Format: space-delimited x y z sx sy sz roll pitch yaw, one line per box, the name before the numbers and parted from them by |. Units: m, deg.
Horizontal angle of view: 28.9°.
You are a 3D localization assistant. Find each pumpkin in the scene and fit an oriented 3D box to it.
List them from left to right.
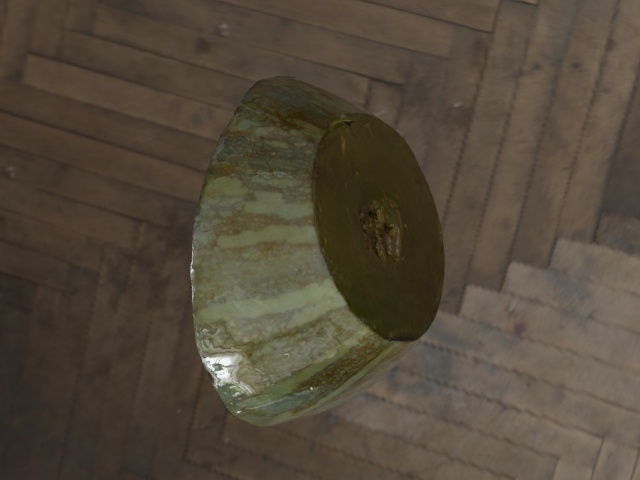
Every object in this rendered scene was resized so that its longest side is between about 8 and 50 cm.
pumpkin | 0.015 0.007 0.741 0.110 0.217 0.217 1 98 35
